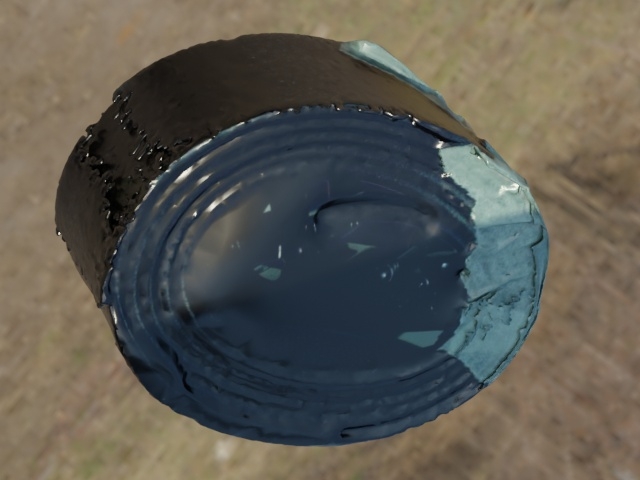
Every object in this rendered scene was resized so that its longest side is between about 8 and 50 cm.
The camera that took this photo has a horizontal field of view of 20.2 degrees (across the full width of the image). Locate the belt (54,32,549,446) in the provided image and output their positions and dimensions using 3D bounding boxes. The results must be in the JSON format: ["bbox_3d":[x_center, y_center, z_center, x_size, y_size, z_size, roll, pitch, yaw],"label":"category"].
[{"bbox_3d":[0.000,0.000,0.697,0.198,0.078,0.151,18,111,-34],"label":"belt"}]
